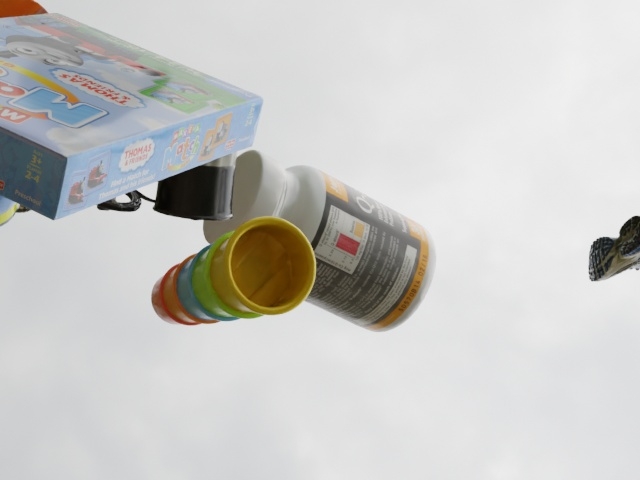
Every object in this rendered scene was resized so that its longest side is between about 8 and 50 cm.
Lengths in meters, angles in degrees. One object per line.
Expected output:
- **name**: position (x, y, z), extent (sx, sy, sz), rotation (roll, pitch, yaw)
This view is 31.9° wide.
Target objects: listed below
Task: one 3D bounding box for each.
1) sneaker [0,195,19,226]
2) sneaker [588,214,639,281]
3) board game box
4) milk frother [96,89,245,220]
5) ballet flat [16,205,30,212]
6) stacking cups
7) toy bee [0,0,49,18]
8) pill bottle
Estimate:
- **sneaker**: position (-0.265, -0.089, 0.673), extent (0.209, 0.069, 0.082), rotation (32, -37, 7)
- **sneaker**: position (0.345, 0.018, 1.243), extent (0.135, 0.058, 0.052), rotation (135, -34, -65)
- **board game box**: position (-0.148, -0.079, 0.623), extent (0.160, 0.211, 0.039), rotation (24, -67, 15)
- **milk frother**: position (-0.158, -0.094, 1.131), extent (0.129, 0.143, 0.134), rotation (12, -79, 31)
- **ballet flat**: position (-0.601, -0.253, 1.764), extent (0.164, 0.182, 0.482), rotation (-28, -89, 8)
- **stacking cups**: position (-0.113, 0.040, 1.188), extent (0.316, 0.096, 0.096), rotation (-14, -82, 64)
- **toy bee**: position (-0.417, -0.301, 1.441), extent (0.298, 0.195, 0.162), rotation (60, -2, 31)
- **pill bottle**: position (0.000, 0.000, 1.439), extent (0.162, 0.278, 0.162), rotation (-38, -142, 37)
